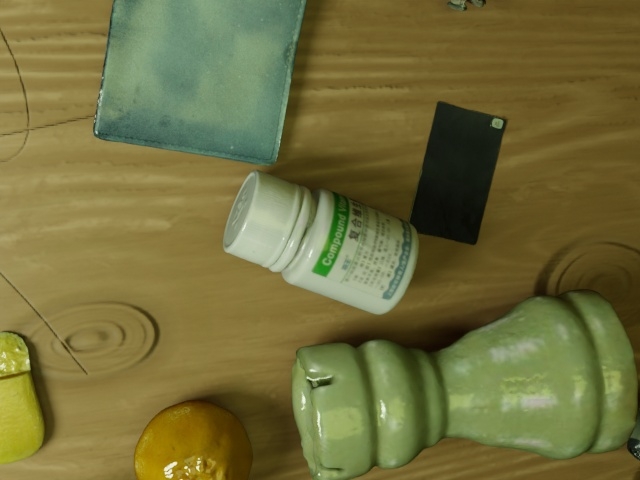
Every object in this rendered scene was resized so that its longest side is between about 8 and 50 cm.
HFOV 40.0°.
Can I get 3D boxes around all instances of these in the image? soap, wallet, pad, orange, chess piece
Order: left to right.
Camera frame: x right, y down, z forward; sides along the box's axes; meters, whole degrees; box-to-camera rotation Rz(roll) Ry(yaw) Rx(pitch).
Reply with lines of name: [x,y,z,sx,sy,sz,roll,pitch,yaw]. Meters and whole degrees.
soap: [-0.408,0.204,1.128,0.089,0.033,0.168,-13,100,-17]
orange: [-0.165,0.291,1.158,0.159,0.136,0.159,-1,95,-14]
wallet: [-0.148,-0.253,1.132,0.251,0.054,0.290,7,97,-16]
pad: [0.199,-0.096,1.282,0.116,0.004,0.193,13,95,-17]
chess piece: [0.190,0.213,1.217,0.442,0.234,0.234,-8,100,-12]

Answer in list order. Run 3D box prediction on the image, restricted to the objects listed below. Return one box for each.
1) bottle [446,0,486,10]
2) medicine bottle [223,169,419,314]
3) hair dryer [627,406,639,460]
bottle: [0.217,-0.372,1.207,0.152,0.099,0.099,-11,100,-10]
medicine bottle: [0.000,0.000,1.167,0.237,0.139,0.139,22,91,-16]
hair dryer: [0.607,0.280,1.424,0.225,0.088,0.219,28,85,-31]
